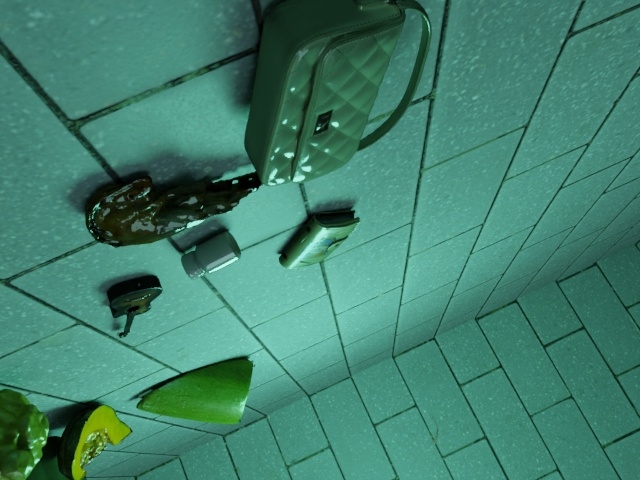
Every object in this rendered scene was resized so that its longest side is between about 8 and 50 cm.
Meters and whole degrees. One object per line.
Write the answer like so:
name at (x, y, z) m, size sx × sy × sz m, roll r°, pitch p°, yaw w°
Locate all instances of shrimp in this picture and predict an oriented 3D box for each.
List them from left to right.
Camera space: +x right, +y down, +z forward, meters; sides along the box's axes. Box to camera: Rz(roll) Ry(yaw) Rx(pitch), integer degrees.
shrimp at (-0.173, -0.052, 0.823) m, size 0.262 × 0.066 × 0.117 m, roll -23°, pitch 160°, yaw -12°

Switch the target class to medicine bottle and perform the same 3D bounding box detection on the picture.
medicine bottle at (-0.178, 0.025, 1.021) m, size 0.089 × 0.052 × 0.052 m, roll -27°, pitch 160°, yaw 3°

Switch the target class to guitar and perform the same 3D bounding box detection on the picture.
guitar at (-0.341, 0.129, 1.124) m, size 0.088 × 0.025 × 0.233 m, roll -14°, pitch 158°, yaw -30°

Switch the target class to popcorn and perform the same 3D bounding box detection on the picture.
popcorn at (-0.630, 0.387, 1.138) m, size 0.250 × 0.235 × 0.242 m, roll 0°, pitch 178°, yaw -12°

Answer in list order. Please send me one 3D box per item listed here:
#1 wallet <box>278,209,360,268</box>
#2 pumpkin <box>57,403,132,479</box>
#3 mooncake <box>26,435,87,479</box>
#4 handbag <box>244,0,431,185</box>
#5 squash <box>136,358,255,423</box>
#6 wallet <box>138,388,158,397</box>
wallet at (0.000, 0.000, 1.187) m, size 0.110 × 0.039 × 0.155 m, roll -9°, pitch 155°, yaw -35°
pumpkin at (-0.586, 0.469, 1.598) m, size 0.111 × 0.163 × 0.278 m, roll 14°, pitch -166°, yaw 11°
mooncake at (-0.792, 0.648, 1.607) m, size 0.356 × 0.194 × 0.356 m, roll -23°, pitch 168°, yaw -5°
handbag at (0.030, -0.171, 0.725) m, size 0.219 × 0.079 × 0.256 m, roll -18°, pitch 153°, yaw -23°
squash at (-0.338, 0.387, 1.740) m, size 0.288 × 0.203 × 0.111 m, roll 15°, pitch 146°, yaw -10°
wallet at (-0.458, 0.418, 1.716) m, size 0.044 × 0.011 × 0.083 m, roll -29°, pitch 160°, yaw 10°
